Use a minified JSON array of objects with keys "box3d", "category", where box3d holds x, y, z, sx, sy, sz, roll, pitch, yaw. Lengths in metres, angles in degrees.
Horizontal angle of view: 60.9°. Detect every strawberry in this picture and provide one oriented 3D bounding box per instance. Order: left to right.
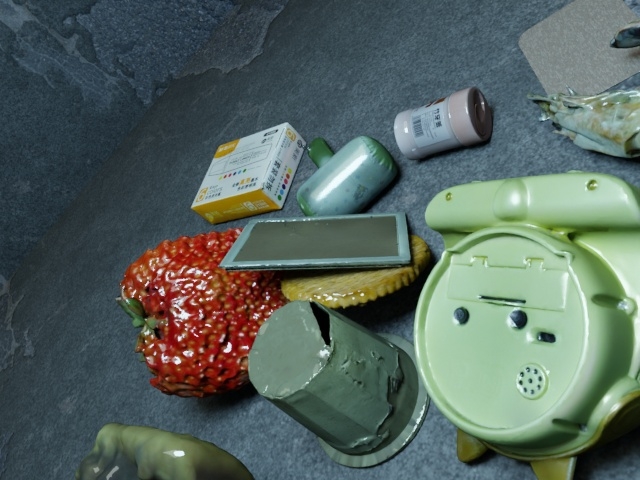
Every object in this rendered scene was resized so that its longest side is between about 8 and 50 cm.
[{"box3d":[-0.176,0.123,1.020,0.351,0.267,0.312,-24,64,-14],"category":"strawberry"}]

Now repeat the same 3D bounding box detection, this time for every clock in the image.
[{"box3d":[0.231,0.102,0.632,0.286,0.117,0.348,-1,77,55],"category":"clock"}]

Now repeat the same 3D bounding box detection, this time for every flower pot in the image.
[{"box3d":[0.022,0.188,0.773,0.212,0.202,0.212,-24,44,25],"category":"flower pot"}]

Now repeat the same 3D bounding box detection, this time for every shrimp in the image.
[{"box3d":[0.442,-0.227,0.757,0.360,0.085,0.246,14,76,62],"category":"shrimp"}]

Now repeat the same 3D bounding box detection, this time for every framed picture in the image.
[{"box3d":[0.000,0.000,0.918,0.293,0.018,0.231,-2,21,8],"category":"framed picture"}]

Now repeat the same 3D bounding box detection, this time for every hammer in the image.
[{"box3d":[0.023,-0.160,1.161,0.206,0.119,0.335,-42,31,7],"category":"hammer"}]

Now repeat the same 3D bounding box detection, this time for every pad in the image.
[{"box3d":[0.458,-0.341,0.949,0.176,0.002,0.266,-28,41,25],"category":"pad"}]

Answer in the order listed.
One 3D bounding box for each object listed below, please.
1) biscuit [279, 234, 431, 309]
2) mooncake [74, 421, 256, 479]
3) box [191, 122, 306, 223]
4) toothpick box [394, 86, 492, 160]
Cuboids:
[{"box3d":[0.057,0.047,0.894,0.254,0.035,0.254,-14,18,4],"category":"biscuit"},{"box3d":[-0.262,0.446,0.668,0.246,0.394,0.393,-9,92,45],"category":"mooncake"},{"box3d":[-0.184,-0.163,1.379,0.274,0.091,0.220,-11,50,39],"category":"box"},{"box3d":[0.223,-0.210,0.996,0.149,0.098,0.098,-11,51,41],"category":"toothpick box"}]
